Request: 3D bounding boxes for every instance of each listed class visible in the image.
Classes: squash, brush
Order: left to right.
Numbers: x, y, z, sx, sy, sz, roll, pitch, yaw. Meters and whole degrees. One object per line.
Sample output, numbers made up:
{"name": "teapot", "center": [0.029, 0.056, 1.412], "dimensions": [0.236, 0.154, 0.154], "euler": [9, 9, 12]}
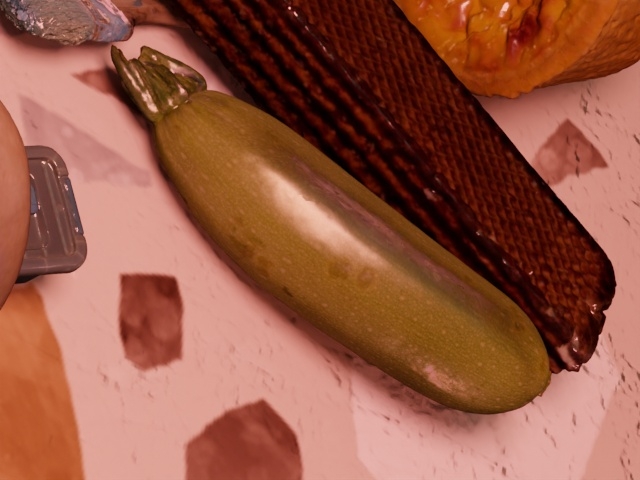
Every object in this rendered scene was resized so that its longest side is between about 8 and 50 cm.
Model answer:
{"name": "brush", "center": [-0.116, -0.142, 1.224], "dimensions": [0.196, 0.021, 0.070], "euler": [-2, 39, -47]}
{"name": "squash", "center": [0.000, 0.000, 1.207], "dimensions": [0.341, 0.094, 0.094], "euler": [38, 49, -8]}

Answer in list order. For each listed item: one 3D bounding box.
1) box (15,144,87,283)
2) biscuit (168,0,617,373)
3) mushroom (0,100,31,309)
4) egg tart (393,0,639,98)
{"name": "box", "center": [-0.185, -0.009, 1.086], "dimensions": [0.099, 0.054, 0.074], "euler": [-4, 74, -41]}
{"name": "biscuit", "center": [0.045, -0.071, 1.277], "dimensions": [0.388, 0.073, 0.107], "euler": [48, 37, -14]}
{"name": "mushroom", "center": [-0.243, -0.028, 0.968], "dimensions": [0.204, 0.204, 0.204], "euler": [18, 59, -33]}
{"name": "egg tart", "center": [0.162, -0.195, 1.378], "dimensions": [0.147, 0.202, 0.202], "euler": [1, 69, -49]}
